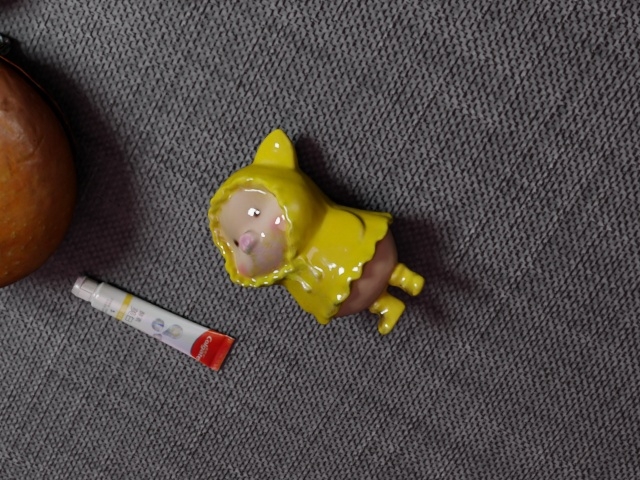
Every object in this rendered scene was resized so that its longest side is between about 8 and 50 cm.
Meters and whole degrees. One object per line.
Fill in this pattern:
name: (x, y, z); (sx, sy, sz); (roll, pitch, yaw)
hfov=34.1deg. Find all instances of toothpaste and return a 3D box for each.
toothpaste: (-0.194, 0.091, 1.194); (0.190, 0.031, 0.048); (27, 108, -7)

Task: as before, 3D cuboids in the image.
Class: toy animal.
toy animal: (-0.003, 0.003, 1.085); (0.230, 0.156, 0.156); (36, 111, 3)

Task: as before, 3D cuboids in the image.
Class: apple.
apple: (-0.383, -0.069, 1.044); (0.252, 0.206, 0.272); (-9, 130, 16)

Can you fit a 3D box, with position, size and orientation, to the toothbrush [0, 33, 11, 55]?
toothbrush: (-0.526, -0.176, 1.124); (0.413, 0.042, 0.035); (-9, 110, 12)
